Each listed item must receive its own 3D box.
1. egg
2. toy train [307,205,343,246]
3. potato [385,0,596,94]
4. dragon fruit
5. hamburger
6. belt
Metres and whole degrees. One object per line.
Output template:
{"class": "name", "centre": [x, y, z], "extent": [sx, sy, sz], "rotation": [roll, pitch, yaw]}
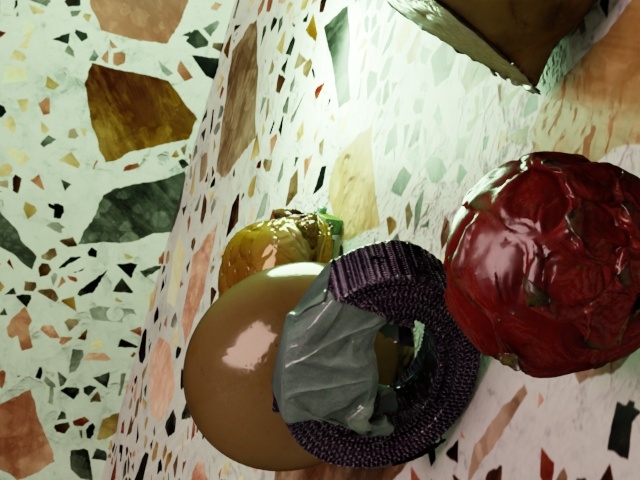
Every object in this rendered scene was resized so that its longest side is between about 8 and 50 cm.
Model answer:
{"class": "egg", "centre": [-0.041, 0.188, 1.830], "extent": [0.374, 0.301, 0.301], "rotation": [-33, 46, 38]}
{"class": "toy train", "centre": [0.000, 0.000, 2.196], "extent": [0.081, 0.050, 0.122], "rotation": [25, 106, 57]}
{"class": "potato", "centre": [0.231, -0.357, 1.525], "extent": [0.288, 0.301, 0.237], "rotation": [36, 95, 33]}
{"class": "dragon fruit", "centre": [0.244, 0.030, 1.247], "extent": [0.299, 0.244, 0.244], "rotation": [118, 161, -82]}
{"class": "hamburger", "centre": [-0.078, 0.085, 2.133], "extent": [0.318, 0.158, 0.319], "rotation": [6, 97, 63]}
{"class": "belt", "centre": [0.074, 0.156, 1.586], "extent": [0.122, 0.260, 0.325], "rotation": [-106, 23, -54]}
